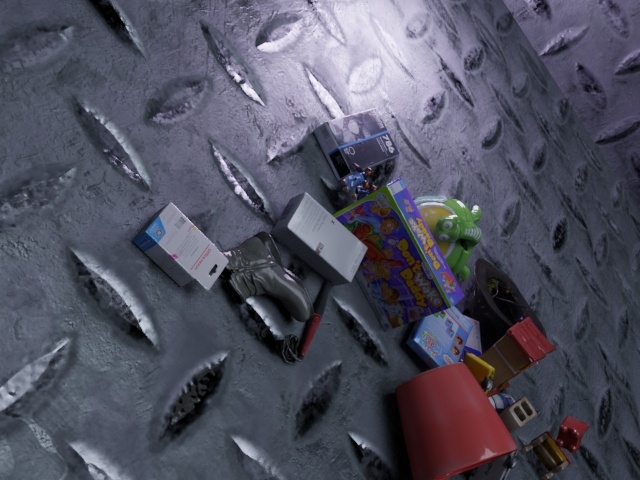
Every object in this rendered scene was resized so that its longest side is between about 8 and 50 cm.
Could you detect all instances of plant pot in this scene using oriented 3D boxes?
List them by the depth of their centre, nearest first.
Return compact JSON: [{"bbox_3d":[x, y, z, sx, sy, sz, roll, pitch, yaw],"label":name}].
[{"bbox_3d":[0.319,0.453,1.765,0.274,0.275,0.243,3,57,-44],"label":"plant pot"}]

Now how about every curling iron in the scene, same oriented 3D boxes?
[{"bbox_3d":[-0.023,0.188,1.704,0.068,0.035,0.274,49,43,-15],"label":"curling iron"}]

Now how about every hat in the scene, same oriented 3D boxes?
[{"bbox_3d":[0.543,0.224,2.186,0.331,0.134,0.331,37,28,-24],"label":"hat"}]

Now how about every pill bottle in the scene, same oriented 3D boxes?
[{"bbox_3d":[0.475,0.480,2.011,0.169,0.094,0.094,14,60,-38],"label":"pill bottle"}]

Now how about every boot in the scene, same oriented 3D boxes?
[{"bbox_3d":[-0.135,0.109,1.614,0.161,0.083,0.247,-32,88,-42],"label":"boot"}]

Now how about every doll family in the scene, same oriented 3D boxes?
[{"bbox_3d":[0.126,-0.120,1.964,0.111,0.076,0.193,-29,120,-30],"label":"doll family"}]

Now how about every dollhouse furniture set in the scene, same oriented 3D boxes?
[{"bbox_3d":[0.587,0.425,1.917,0.152,0.201,0.374,-10,59,-51],"label":"dollhouse furniture set"}]

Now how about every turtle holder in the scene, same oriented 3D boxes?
[{"bbox_3d":[0.307,-0.002,1.954,0.227,0.243,0.320,13,20,-18],"label":"turtle holder"}]

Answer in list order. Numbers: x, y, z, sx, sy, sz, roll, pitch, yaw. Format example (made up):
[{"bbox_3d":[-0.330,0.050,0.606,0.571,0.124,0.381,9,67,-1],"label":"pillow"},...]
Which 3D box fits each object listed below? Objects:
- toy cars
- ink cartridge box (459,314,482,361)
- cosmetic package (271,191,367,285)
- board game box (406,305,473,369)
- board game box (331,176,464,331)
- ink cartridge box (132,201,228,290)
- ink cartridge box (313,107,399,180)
[{"bbox_3d":[0.441,0.487,1.882,0.087,0.176,0.394,-13,86,-45],"label":"toy cars"},{"bbox_3d":[0.386,0.302,2.050,0.208,0.045,0.206,25,53,-31],"label":"ink cartridge box"},{"bbox_3d":[0.000,0.000,1.775,0.231,0.085,0.117,39,61,-22],"label":"cosmetic package"},{"bbox_3d":[0.336,0.261,1.968,0.160,0.039,0.211,46,45,-12],"label":"board game box"},{"bbox_3d":[0.189,0.042,1.848,0.078,0.233,0.347,-29,91,-49],"label":"board game box"},{"bbox_3d":[-0.294,0.022,1.497,0.181,0.061,0.104,47,44,-17],"label":"ink cartridge box"},{"bbox_3d":[0.128,-0.296,2.094,0.332,0.065,0.165,-28,90,-50],"label":"ink cartridge box"}]
